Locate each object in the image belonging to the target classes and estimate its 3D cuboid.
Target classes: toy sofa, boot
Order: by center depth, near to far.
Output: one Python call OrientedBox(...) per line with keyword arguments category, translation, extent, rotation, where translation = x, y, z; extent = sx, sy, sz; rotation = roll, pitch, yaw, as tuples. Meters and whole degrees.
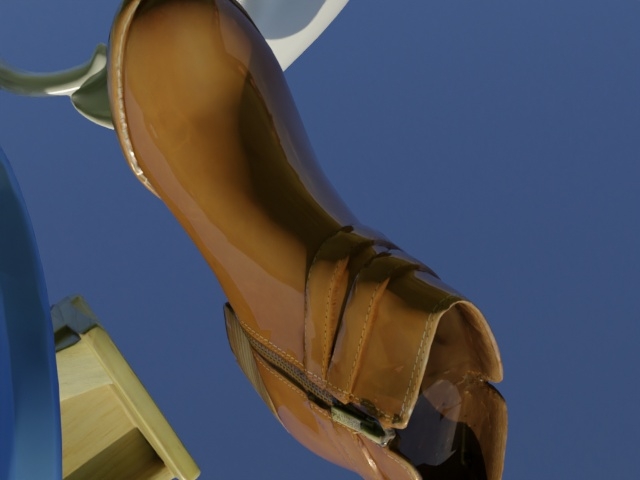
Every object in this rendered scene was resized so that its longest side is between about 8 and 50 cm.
OrientedBox(category="boot", translation=(0.000, 0.000, 0.455), extent=(0.073, 0.197, 0.152), rotation=(-31, -152, -18))
OrientedBox(category="toy sofa", translation=(-0.287, 0.204, 0.964), extent=(0.362, 0.150, 0.177), rotation=(-37, -162, -17))

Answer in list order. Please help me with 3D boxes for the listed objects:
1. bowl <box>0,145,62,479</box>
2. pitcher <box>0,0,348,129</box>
OrientedBox(category="bowl", translation=(-0.242, 0.106, 0.739), extent=(0.077, 0.391, 0.391), rotation=(-1, -127, -31))
OrientedBox(category="pitcher", translation=(-0.068, -0.143, 0.626), extent=(0.177, 0.207, 0.125), rotation=(18, -157, -16))
